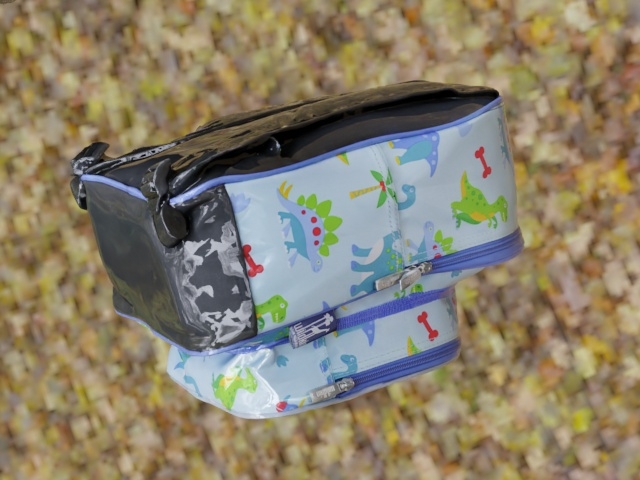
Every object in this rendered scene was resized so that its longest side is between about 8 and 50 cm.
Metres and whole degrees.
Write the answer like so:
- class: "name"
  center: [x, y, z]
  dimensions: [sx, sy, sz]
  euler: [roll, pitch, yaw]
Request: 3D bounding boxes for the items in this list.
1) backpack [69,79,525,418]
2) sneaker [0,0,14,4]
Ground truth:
- class: "backpack"
  center: [0.000, 0.000, 0.484]
  dimensions: [0.105, 0.114, 0.084]
  euler: [12, 119, 65]
- class: "sneaker"
  center: [-0.193, -0.289, 0.634]
  dimensions: [0.182, 0.158, 0.410]
  euler: [-116, 1, -74]
